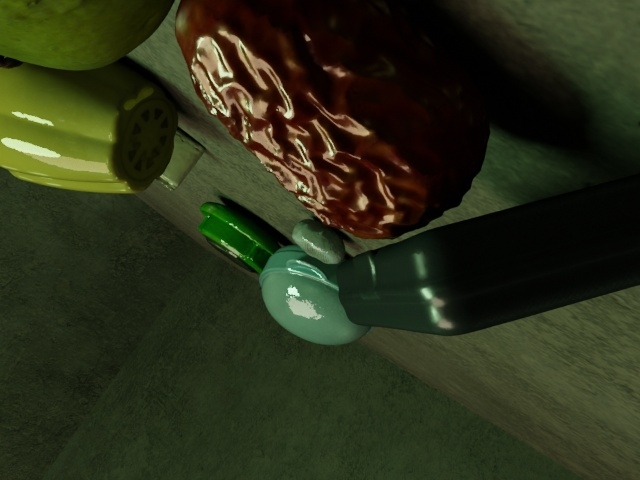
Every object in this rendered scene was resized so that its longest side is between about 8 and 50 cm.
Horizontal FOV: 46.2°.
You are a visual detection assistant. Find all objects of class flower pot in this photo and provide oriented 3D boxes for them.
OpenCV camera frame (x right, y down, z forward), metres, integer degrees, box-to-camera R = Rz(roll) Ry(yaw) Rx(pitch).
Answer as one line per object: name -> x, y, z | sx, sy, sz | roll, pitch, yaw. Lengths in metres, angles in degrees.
flower pot -> -0.286, -0.147, 0.940 | 0.179, 0.195, 0.195 | 18, 166, 19

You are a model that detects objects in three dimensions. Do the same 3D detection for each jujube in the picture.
jujube -> 0.005, -0.079, 0.395 | 0.176, 0.112, 0.109 | 40, -177, -17

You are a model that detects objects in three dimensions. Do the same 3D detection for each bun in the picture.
bun -> 0.000, 0.000, 1.062 | 0.083, 0.045, 0.083 | 30, 171, 6

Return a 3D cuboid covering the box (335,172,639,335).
box -> 0.101, 0.010, 0.429 | 0.230, 0.160, 0.050 | 150, 106, -81

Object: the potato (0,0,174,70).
potato -> -0.139, -0.168, 0.306 | 0.186, 0.148, 0.253 | 34, 163, 15

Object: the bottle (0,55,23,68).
bottle -> -0.396, -0.259, 0.820 | 0.271, 0.143, 0.156 | 26, 168, 39

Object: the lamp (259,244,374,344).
lamp -> -0.010, 0.095, 1.279 | 0.209, 0.147, 0.284 | 34, 173, -13

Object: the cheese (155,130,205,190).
cheese -> -0.348, -0.216, 1.058 | 0.400, 0.085, 0.034 | 36, -171, -15

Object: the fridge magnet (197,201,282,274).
fridge magnet -> -0.155, -0.002, 1.487 | 0.208, 0.088, 0.208 | 33, 171, 6
